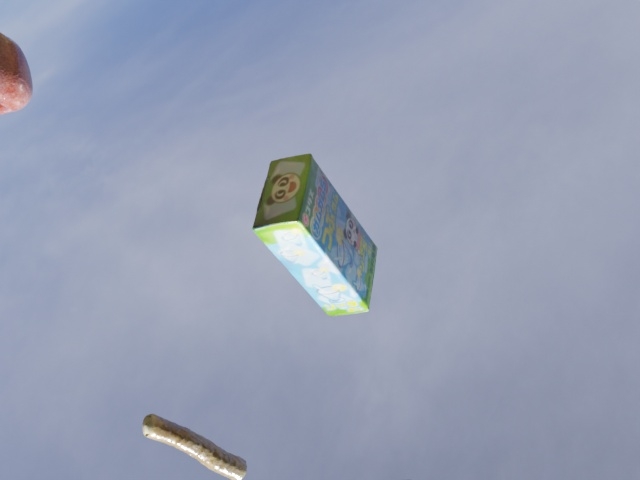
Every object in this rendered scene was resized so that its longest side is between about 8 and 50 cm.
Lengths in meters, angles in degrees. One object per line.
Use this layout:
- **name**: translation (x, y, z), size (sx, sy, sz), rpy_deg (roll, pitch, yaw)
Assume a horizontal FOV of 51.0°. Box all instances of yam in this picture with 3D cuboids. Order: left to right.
- **yam**: translation (-0.310, 0.516, 1.672), size (0.066, 0.299, 0.066), rpy_deg (-44, -157, 24)

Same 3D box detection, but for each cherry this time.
- **cherry**: translation (-0.464, -0.233, 0.968), size (0.106, 0.087, 0.126), rpy_deg (18, -98, 15)

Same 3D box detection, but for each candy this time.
- **candy**: translation (0.000, 0.000, 0.777), size (0.062, 0.194, 0.097), rpy_deg (-7, -127, 27)

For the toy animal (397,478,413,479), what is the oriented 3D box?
- **toy animal**: translation (0.129, 0.457, 0.953), size (0.195, 0.256, 0.213), rpy_deg (-16, -96, 14)
